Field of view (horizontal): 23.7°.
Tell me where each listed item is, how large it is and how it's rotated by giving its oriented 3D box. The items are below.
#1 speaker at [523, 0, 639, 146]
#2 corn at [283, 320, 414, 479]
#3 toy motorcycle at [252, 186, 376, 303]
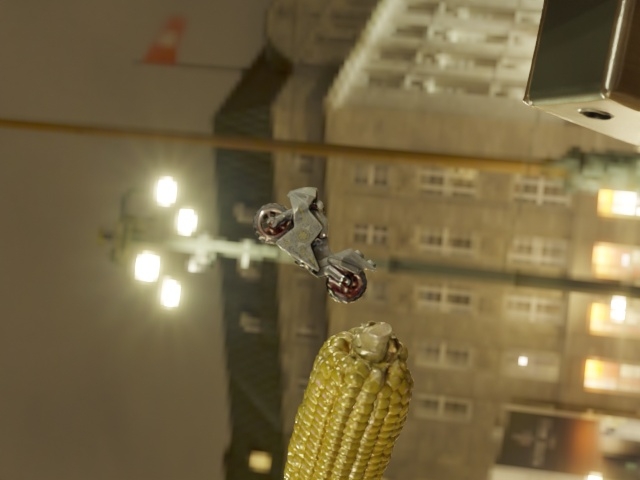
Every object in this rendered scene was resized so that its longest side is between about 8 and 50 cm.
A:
[{"bbox_3d":[0.366,-0.198,1.668,0.153,0.231,0.192,2,78,60],"label":"speaker"},{"bbox_3d":[0.027,0.241,1.832,0.130,0.130,0.347,-63,-10,-59],"label":"corn"},{"bbox_3d":[0.000,0.000,2.420,0.122,0.215,0.080,-51,-6,-1],"label":"toy motorcycle"}]
